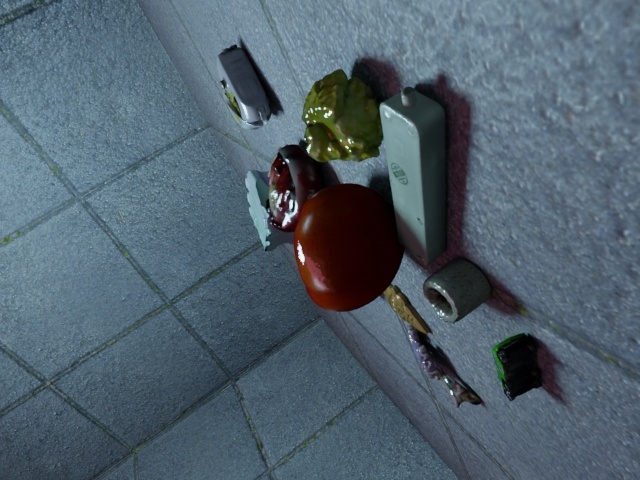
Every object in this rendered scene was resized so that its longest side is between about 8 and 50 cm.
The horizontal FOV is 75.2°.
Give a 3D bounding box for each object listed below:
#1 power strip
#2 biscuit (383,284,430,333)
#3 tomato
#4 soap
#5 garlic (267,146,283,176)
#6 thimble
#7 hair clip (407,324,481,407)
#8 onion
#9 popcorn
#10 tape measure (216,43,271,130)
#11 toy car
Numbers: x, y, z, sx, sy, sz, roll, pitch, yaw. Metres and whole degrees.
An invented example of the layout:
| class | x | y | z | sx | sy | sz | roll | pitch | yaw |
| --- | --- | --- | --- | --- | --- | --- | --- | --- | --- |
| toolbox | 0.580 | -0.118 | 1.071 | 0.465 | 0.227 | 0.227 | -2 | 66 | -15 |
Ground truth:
| class | x | y | z | sx | sy | sz | roll | pitch | yaw |
| --- | --- | --- | --- | --- | --- | --- | --- | --- | --- |
| power strip | 0.168 | -0.096 | 0.718 | 0.091 | 0.062 | 0.385 | 48 | 167 | 37 |
| biscuit | 0.253 | 0.205 | 1.313 | 0.250 | 0.035 | 0.163 | 45 | 169 | 39 |
| tomato | 0.071 | 0.012 | 0.941 | 0.226 | 0.299 | 0.299 | 0 | 137 | 26 |
| soap | -0.187 | -0.138 | 1.642 | 0.446 | 0.156 | 0.262 | -123 | 28 | -58 |
| garlic | -0.109 | -0.237 | 1.451 | 0.175 | 0.099 | 0.124 | 53 | 150 | -4 |
| thimble | 0.260 | 0.097 | 0.804 | 0.102 | 0.090 | 0.115 | 52 | 167 | 21 |
| hair clip | 0.360 | 0.398 | 1.291 | 0.300 | 0.069 | 0.173 | 48 | 166 | 39 |
| onion | -0.060 | -0.159 | 1.296 | 0.272 | 0.194 | 0.273 | -1 | 89 | 62 |
| popcorn | 0.046 | -0.214 | 0.749 | 0.173 | 0.142 | 0.174 | 31 | 131 | 45 |
| tape measure | -0.238 | -0.447 | 1.293 | 0.236 | 0.120 | 0.197 | 62 | 163 | -5 |
| toy car | 0.369 | 0.235 | 0.793 | 0.165 | 0.071 | 0.063 | 64 | -179 | -34 |
